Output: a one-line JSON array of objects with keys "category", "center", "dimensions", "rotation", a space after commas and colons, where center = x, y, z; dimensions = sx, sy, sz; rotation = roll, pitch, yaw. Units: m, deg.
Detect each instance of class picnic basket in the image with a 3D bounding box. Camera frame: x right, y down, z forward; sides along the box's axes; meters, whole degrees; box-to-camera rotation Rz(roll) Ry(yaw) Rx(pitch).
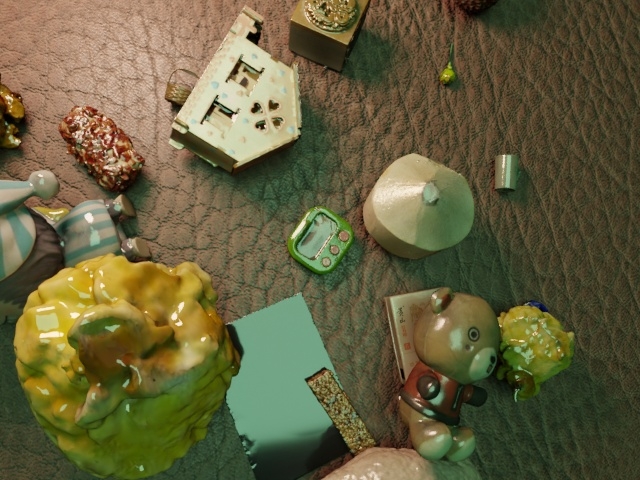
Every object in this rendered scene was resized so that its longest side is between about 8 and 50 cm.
[{"category": "picnic basket", "center": [-0.309, -0.344, 1.077], "dimensions": [0.072, 0.072, 0.083], "rotation": [20, 93, -5]}]

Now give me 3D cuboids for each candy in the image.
[{"category": "candy", "center": [0.323, -0.447, 1.202], "dimensions": [0.035, 0.035, 0.123], "rotation": [16, 71, -16]}]

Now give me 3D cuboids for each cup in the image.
[{"category": "cup", "center": [0.457, -0.162, 1.173], "dimensions": [0.054, 0.075, 0.083], "rotation": [3, 84, 30]}]

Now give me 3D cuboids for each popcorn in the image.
[{"category": "popcorn", "center": [-0.346, 0.211, 0.872], "dimensions": [0.354, 0.390, 0.344], "rotation": [24, 35, 22]}, {"category": "popcorn", "center": [0.454, 0.244, 1.058], "dimensions": [0.168, 0.173, 0.195], "rotation": [35, 95, -3]}]

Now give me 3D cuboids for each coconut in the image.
[{"category": "coconut", "center": [0.213, -0.072, 1.034], "dimensions": [0.241, 0.241, 0.241], "rotation": [1, 82, -8]}]

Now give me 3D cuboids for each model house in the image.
[{"category": "model house", "center": [-0.149, -0.295, 1.057], "dimensions": [0.244, 0.169, 0.326], "rotation": [30, 81, -10]}]

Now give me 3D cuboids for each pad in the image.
[{"category": "pad", "center": [-0.083, 0.330, 1.049], "dimensions": [0.247, 0.007, 0.367], "rotation": [-23, 85, -10]}]

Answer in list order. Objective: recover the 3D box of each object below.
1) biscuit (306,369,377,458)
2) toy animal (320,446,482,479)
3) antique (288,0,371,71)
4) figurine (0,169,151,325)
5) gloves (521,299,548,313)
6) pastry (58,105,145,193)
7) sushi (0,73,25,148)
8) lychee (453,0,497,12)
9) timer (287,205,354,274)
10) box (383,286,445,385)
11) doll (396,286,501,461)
[{"category": "biscuit", "center": [0.047, 0.376, 1.039], "dimensions": [0.064, 0.034, 0.199], "rotation": [-32, 88, -10]}, {"category": "toy animal", "center": [0.161, 0.542, 0.961], "dimensions": [0.358, 0.188, 0.226], "rotation": [5, 78, -6]}, {"category": "antique", "center": [0.021, -0.506, 1.107], "dimensions": [0.152, 0.148, 0.147], "rotation": [23, 78, -2]}, {"category": "figurine", "center": [-0.541, 0.010, 0.845], "dimensions": [0.361, 0.378, 0.266], "rotation": [-22, 86, -9]}, {"category": "gloves", "center": [0.520, 0.181, 1.139], "dimensions": [0.064, 0.026, 0.086], "rotation": [-25, 86, -11]}, {"category": "pastry", "center": [-0.472, -0.199, 1.024], "dimensions": [0.115, 0.097, 0.208], "rotation": [-38, 87, -28]}, {"category": "sushi", "center": [-0.743, -0.268, 0.958], "dimensions": [0.204, 0.213, 0.200], "rotation": [9, 104, 7]}, {"category": "lychee", "center": [0.396, -0.645, 1.168], "dimensions": [0.197, 0.165, 0.165], "rotation": [24, 79, 17]}, {"category": "timer", "center": [0.000, 0.000, 1.085], "dimensions": [0.128, 0.047, 0.140], "rotation": [35, 79, -3]}, {"category": "box", "center": [0.231, 0.214, 1.080], "dimensions": [0.141, 0.058, 0.201], "rotation": [-11, 85, -9]}, {"category": "doll", "center": [0.257, 0.266, 0.970], "dimensions": [0.235, 0.174, 0.330], "rotation": [27, 81, -34]}]
